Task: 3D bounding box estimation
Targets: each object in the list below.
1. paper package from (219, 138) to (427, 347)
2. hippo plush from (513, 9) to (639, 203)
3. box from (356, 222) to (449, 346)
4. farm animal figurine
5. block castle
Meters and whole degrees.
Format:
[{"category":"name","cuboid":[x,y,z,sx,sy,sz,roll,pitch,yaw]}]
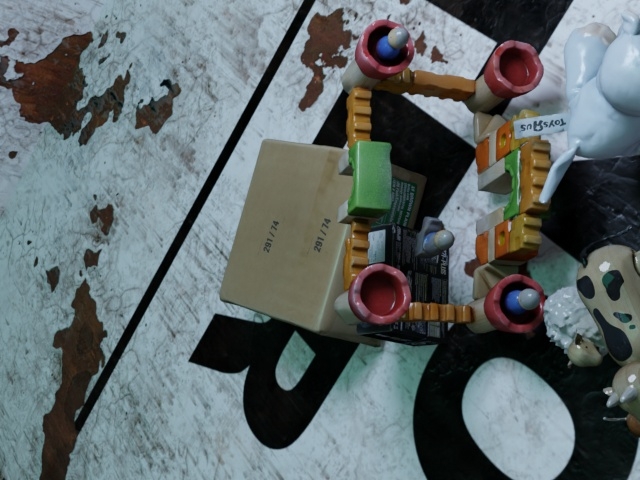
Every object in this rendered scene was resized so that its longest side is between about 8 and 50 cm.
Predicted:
[{"category":"paper package","cuboid":[0.000,0.000,1.794,0.310,0.168,0.324,14,88,46]},{"category":"hippo plush","cuboid":[0.411,-0.228,1.302,0.294,0.236,0.234,-15,72,-3]},{"category":"box","cuboid":[0.139,0.076,1.638,0.078,0.147,0.180,-11,71,44]},{"category":"farm animal figurine","cuboid":[0.421,0.129,1.211,0.326,0.172,0.330,59,144,27]},{"category":"block castle","cuboid":[0.185,-0.085,1.476,0.213,0.303,0.453,141,133,-70]}]
